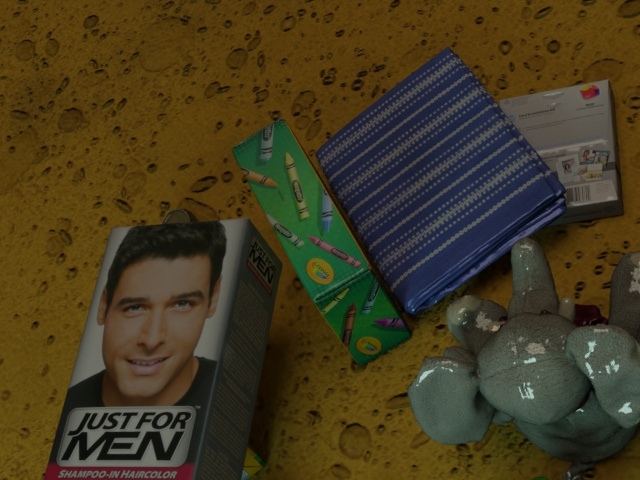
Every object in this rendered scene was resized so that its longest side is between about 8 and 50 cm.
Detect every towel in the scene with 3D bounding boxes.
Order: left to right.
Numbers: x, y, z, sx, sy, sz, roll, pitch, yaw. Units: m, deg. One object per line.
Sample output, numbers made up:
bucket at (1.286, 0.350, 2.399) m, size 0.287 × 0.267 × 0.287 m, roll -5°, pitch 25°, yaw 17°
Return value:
towel at (0.145, -0.080, 1.752) m, size 0.243 × 0.040 × 0.336 m, roll -37°, pitch 45°, yaw 9°

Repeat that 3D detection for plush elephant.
plush elephant at (0.239, 0.122, 1.460) m, size 0.271 × 0.255 × 0.330 m, roll -9°, pitch 55°, yaw 18°

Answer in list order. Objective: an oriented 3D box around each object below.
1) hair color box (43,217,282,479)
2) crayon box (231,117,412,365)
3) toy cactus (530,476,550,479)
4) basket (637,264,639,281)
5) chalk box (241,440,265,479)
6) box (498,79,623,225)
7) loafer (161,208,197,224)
hair color box at (-0.174, 0.164, 1.539) m, size 0.185 × 0.113 × 0.375 m, roll -4°, pitch 57°, yaw 22°
crayon box at (0.000, 0.000, 1.705) m, size 0.081 × 0.165 × 0.278 m, roll -31°, pitch 52°, yaw 2°
toy cactus at (0.190, 0.338, 1.424) m, size 0.112 × 0.219 × 0.180 m, roll -8°, pitch 15°, yaw -17°
basket at (0.521, 0.123, 1.284) m, size 0.328 × 0.266 × 0.331 m, roll -33°, pitch 49°, yaw 22°
chalk box at (-0.190, 0.216, 1.670) m, size 0.132 × 0.132 × 0.213 m, roll -38°, pitch 51°, yaw -2°
box at (0.298, -0.106, 1.725) m, size 0.145 × 0.038 × 0.186 m, roll -10°, pitch 56°, yaw 18°
loafer at (-0.201, 0.015, 1.857) m, size 0.056 × 0.050 × 0.148 m, roll -6°, pitch 57°, yaw 20°
